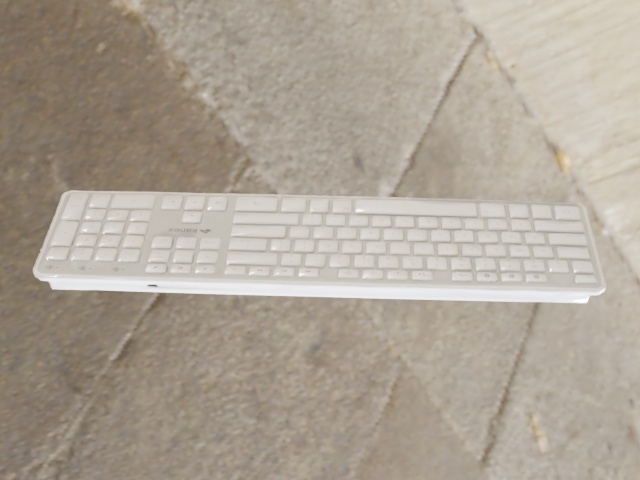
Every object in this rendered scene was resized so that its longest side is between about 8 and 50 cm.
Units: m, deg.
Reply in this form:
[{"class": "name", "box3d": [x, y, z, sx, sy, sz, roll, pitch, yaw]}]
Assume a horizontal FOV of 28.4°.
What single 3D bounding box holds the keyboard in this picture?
[{"class": "keyboard", "box3d": [0.000, 0.000, 0.591, 0.072, 0.256, 0.014, -87, 178, -50]}]
